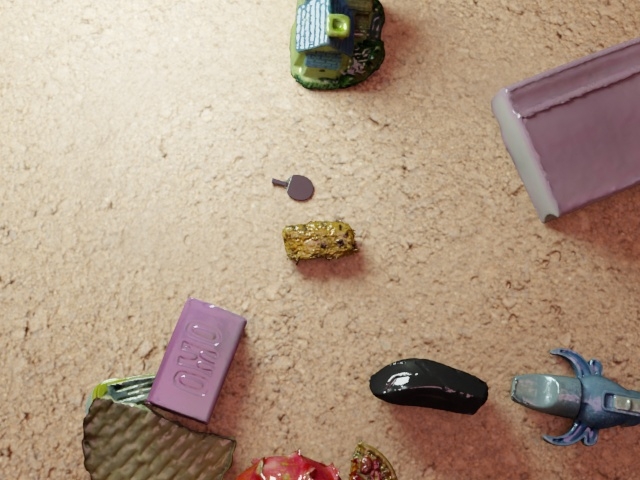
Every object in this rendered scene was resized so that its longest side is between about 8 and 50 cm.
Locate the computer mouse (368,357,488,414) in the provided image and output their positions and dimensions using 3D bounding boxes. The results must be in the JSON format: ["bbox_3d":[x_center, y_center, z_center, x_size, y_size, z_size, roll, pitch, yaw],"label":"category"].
[{"bbox_3d":[0.198,0.256,1.406,0.217,0.122,0.074,9,104,-3],"label":"computer mouse"}]

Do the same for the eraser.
[{"bbox_3d":[0.552,-0.223,1.507,0.359,0.122,0.272,-21,83,-6],"label":"eraser"}]

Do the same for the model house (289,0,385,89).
[{"bbox_3d":[0.038,-0.412,1.469,0.195,0.189,0.214,7,79,-1],"label":"model house"}]

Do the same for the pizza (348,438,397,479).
[{"bbox_3d":[0.100,0.427,1.415,0.099,0.029,0.100,19,80,-2],"label":"pizza"}]

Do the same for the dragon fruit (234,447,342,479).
[{"bbox_3d":[-0.076,0.464,1.316,0.268,0.210,0.205,-8,64,0],"label":"dragon fruit"}]

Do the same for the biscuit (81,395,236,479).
[{"bbox_3d":[-0.302,0.392,1.372,0.273,0.036,0.187,24,86,-10],"label":"biscuit"}]

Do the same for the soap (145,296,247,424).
[{"bbox_3d":[-0.221,0.217,1.392,0.122,0.065,0.203,20,72,-5],"label":"soap"}]

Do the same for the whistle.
[{"bbox_3d":[0.487,0.298,1.441,0.269,0.093,0.180,10,74,4],"label":"whistle"}]

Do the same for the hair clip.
[{"bbox_3d":[-0.333,0.271,1.407,0.188,0.033,0.060,-11,78,-14],"label":"hair clip"}]

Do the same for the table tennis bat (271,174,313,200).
[{"bbox_3d":[-0.054,-0.106,1.501,0.083,0.007,0.050,14,80,-3],"label":"table tennis bat"}]

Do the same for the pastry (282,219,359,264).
[{"bbox_3d":[0.000,0.000,1.464,0.140,0.056,0.080,-11,93,-8],"label":"pastry"}]
